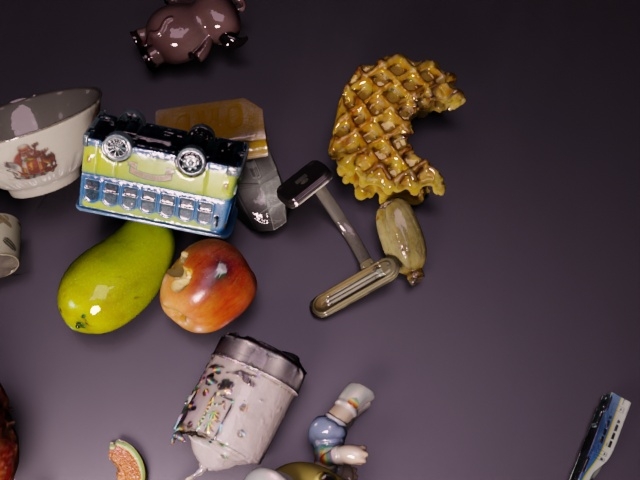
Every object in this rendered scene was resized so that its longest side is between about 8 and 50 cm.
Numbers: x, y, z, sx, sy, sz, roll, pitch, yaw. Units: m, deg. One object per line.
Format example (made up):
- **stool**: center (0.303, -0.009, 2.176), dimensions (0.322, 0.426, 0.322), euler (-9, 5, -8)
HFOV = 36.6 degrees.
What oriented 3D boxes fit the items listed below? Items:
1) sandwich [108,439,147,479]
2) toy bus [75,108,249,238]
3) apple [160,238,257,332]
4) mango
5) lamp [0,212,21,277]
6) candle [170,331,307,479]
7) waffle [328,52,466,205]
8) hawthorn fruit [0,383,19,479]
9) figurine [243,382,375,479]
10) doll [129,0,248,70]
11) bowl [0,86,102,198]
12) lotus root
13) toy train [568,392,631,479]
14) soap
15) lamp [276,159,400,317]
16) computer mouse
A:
- **sandwich**: center (-0.365, 0.445, 1.848), dimensions (0.067, 0.029, 0.135), euler (-15, 73, -2)
- **toy bus**: center (-0.309, -0.132, 1.910), dimensions (0.312, 0.190, 0.152), euler (11, 26, -3)
- **apple**: center (-0.225, 0.091, 1.901), dimensions (0.199, 0.199, 0.199), euler (1, 71, -2)
- **mango**: center (-0.398, 0.063, 1.925), dimensions (0.175, 0.143, 0.293), euler (27, 61, 20)
- **lamp**: center (-0.670, -0.031, 1.955), dimensions (0.121, 0.121, 0.215), euler (-21, 59, -10)
- **candle**: center (-0.170, 0.338, 1.816), dimensions (0.187, 0.187, 0.330), euler (26, 74, 6)
- **waffle**: center (0.160, -0.240, 2.053), dimensions (0.261, 0.151, 0.324), euler (16, 70, -1)
- **hawthorn fruit**: center (-0.719, 0.368, 1.726), dimensions (0.368, 0.285, 0.285), euler (-8, 71, -1)
- **figurine**: center (-0.023, 0.440, 1.804), dimensions (0.205, 0.225, 0.382), euler (27, 45, 5)
- **doll**: center (-0.280, -0.464, 2.121), dimensions (0.257, 0.117, 0.182), euler (-25, 76, -10)
- **bowl**: center (-0.581, -0.184, 1.959), dimensions (0.337, 0.337, 0.158), euler (-19, 114, -9)
- **lotus root**: center (0.172, 0.002, 1.994), dimensions (0.077, 0.090, 0.183), euler (-19, 86, -35)
- **toy train**: center (0.539, 0.413, 1.892), dimensions (0.051, 0.052, 0.234), euler (27, 72, 2)
- **soap**: center (-0.229, -0.227, 2.035), dimensions (0.232, 0.073, 0.140), euler (-8, 50, 1)
- **lamp**: center (0.000, 0.001, 1.978), dimensions (0.203, 0.124, 0.283), euler (-36, 99, -4)
- **computer mouse**: center (-0.136, -0.125, 2.035), dimensions (0.126, 0.071, 0.231), euler (-17, 72, -9)
